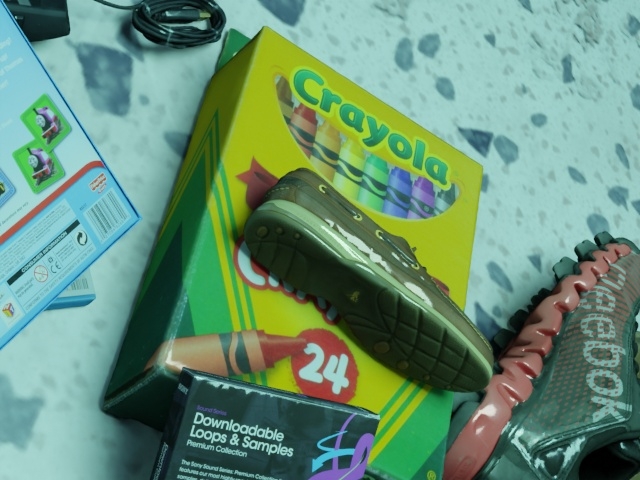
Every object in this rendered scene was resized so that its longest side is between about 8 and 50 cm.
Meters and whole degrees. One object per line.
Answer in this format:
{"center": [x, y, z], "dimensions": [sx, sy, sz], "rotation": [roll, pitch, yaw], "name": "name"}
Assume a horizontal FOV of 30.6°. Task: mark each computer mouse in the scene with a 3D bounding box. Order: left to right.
{"center": [-0.161, -0.151, 0.768], "dimensions": [0.242, 0.041, 0.071], "rotation": [1, 50, -43], "name": "computer mouse"}

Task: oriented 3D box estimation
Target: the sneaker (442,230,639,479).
{"center": [0.185, 0.102, 0.840], "dimensions": [0.135, 0.098, 0.276], "rotation": [38, 48, 10], "name": "sneaker"}

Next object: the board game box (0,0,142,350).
{"center": [-0.204, -0.053, 0.614], "dimensions": [0.160, 0.039, 0.211], "rotation": [-49, 118, -44], "name": "board game box"}

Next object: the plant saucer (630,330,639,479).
{"center": [0.286, 0.197, 0.926], "dimensions": [0.278, 0.041, 0.278], "rotation": [19, 56, -30], "name": "plant saucer"}

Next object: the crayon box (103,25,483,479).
{"center": [0.000, 0.000, 0.778], "dimensions": [0.202, 0.081, 0.319], "rotation": [29, 52, -23], "name": "crayon box"}

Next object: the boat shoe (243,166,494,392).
{"center": [0.039, 0.022, 0.696], "dimensions": [0.178, 0.064, 0.060], "rotation": [39, 51, -12], "name": "boat shoe"}

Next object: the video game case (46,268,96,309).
{"center": [-0.205, -0.036, 0.682], "dimensions": [0.119, 0.015, 0.166], "rotation": [-4, 70, -39], "name": "video game case"}

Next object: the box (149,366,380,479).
{"center": [-0.042, 0.159, 0.638], "dimensions": [0.116, 0.029, 0.162], "rotation": [17, 91, -25], "name": "box"}
